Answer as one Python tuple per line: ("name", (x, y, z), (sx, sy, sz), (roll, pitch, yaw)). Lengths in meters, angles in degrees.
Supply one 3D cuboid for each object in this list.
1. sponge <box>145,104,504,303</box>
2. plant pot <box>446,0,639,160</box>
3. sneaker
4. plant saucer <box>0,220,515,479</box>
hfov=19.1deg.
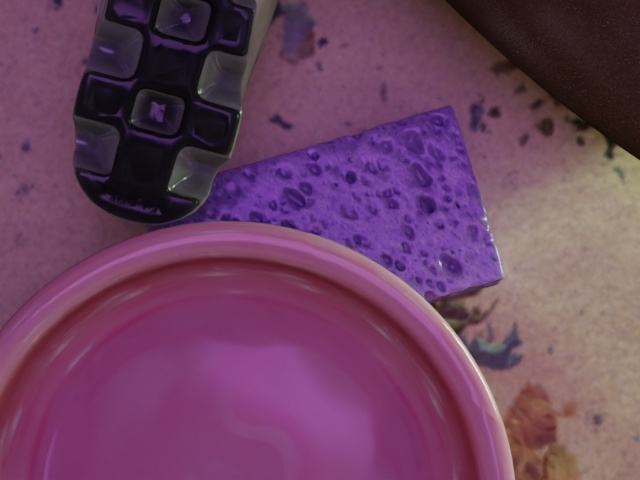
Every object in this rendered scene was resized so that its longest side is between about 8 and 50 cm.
("sponge", (0.000, 0.000, 1.195), (0.210, 0.031, 0.117), (-16, 83, -5))
("plant pot", (0.180, -0.167, 1.160), (0.215, 0.215, 0.230), (-37, 102, -8))
("sneaker", (-0.068, -0.181, 1.133), (0.122, 0.146, 0.330), (21, 100, -7))
("plant saucer", (-0.054, 0.154, 1.127), (0.332, 0.084, 0.332), (0, 91, -1))
